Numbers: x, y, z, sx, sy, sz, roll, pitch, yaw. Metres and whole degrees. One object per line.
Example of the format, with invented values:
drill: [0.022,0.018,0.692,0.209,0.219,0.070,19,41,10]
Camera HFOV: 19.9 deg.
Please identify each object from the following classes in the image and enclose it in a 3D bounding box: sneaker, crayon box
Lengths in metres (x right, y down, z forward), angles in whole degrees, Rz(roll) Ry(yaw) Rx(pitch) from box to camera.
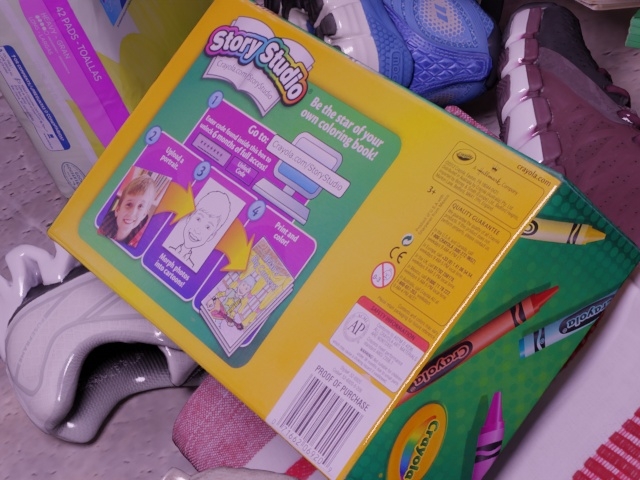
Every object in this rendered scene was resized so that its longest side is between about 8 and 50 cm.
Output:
sneaker: [-0.055,0.019,1.060,0.292,0.110,0.118,-30,44,5]
crayon box: [0.000,0.000,0.893,0.165,0.081,0.278,-54,44,0]
sneaker: [0.041,-0.155,1.220,0.147,0.130,0.330,0,26,-12]
sneaker: [0.183,-0.027,0.995,0.162,0.106,0.281,-7,50,13]

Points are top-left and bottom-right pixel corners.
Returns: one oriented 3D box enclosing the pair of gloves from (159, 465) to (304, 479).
pair of gloves: [-0.052,0.214,0.798,0.204,0.042,0.240,20,70,34]

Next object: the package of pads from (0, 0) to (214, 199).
package of pads: [-0.143,-0.195,1.258,0.101,0.229,0.296,-10,39,21]

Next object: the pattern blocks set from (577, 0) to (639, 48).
pattern blocks set: [0.151,-0.187,1.140,0.285,0.026,0.325,-1,30,-28]

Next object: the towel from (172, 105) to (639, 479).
towel: [0.076,0.097,0.853,0.237,0.037,0.329,-49,43,4]
